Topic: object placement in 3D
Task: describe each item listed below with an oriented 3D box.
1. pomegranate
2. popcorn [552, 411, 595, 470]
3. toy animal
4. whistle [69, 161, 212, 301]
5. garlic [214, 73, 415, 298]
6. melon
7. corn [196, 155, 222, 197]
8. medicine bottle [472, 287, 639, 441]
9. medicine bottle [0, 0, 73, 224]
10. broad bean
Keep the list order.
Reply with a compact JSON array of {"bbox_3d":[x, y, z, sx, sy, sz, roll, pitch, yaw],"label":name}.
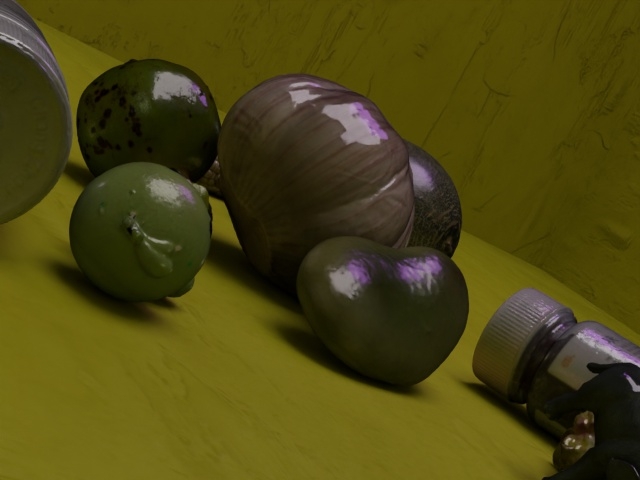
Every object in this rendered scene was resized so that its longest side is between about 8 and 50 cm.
[{"bbox_3d":[-0.206,-0.131,1.621,0.246,0.198,0.198,36,9,20],"label":"pomegranate"},{"bbox_3d":[0.321,0.255,1.432,0.109,0.089,0.097,55,-9,54],"label":"popcorn"},{"bbox_3d":[0.308,0.246,1.287,0.082,0.137,0.269,27,48,-36],"label":"toy animal"},{"bbox_3d":[-0.162,-0.014,1.222,0.141,0.141,0.294,29,8,3],"label":"whistle"},{"bbox_3d":[0.002,-0.074,1.608,0.259,0.317,0.317,-27,41,-26],"label":"garlic"},{"bbox_3d":[0.070,-0.055,1.936,0.329,0.248,0.248,30,7,24],"label":"melon"},{"bbox_3d":[-0.192,-0.126,2.039,0.211,0.087,0.087,24,9,-47],"label":"corn"},{"bbox_3d":[0.352,0.191,1.633,0.273,0.165,0.165,35,9,31],"label":"medicine bottle"},{"bbox_3d":[-0.343,-0.140,1.178,0.190,0.190,0.332,26,8,-22],"label":"medicine bottle"},{"bbox_3d":[0.069,0.083,1.443,0.263,0.121,0.189,2,61,-46],"label":"broad bean"}]
